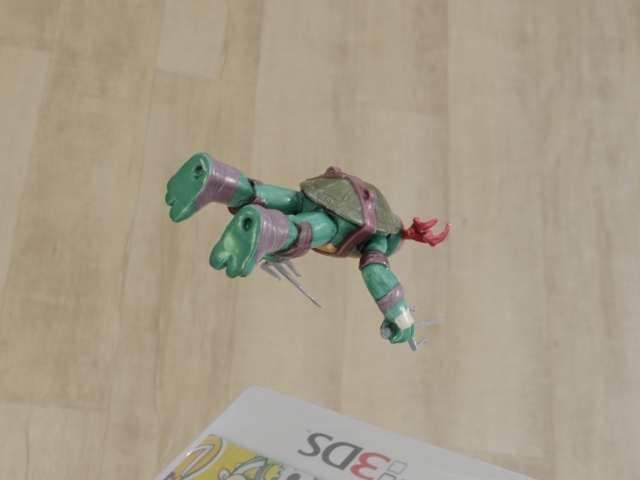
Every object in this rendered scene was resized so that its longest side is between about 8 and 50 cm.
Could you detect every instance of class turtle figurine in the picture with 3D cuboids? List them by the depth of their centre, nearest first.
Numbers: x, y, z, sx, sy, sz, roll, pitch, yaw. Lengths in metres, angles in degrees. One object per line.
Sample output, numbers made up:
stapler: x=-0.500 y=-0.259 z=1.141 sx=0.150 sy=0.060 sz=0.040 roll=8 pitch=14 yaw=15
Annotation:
turtle figurine: x=0.000 y=0.000 z=0.870 sx=0.234 sy=0.175 sz=0.118 roll=17 pitch=94 yaw=-46

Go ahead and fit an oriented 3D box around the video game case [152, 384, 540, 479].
video game case: x=-0.031 y=0.144 z=0.337 sx=0.227 sy=0.206 sz=0.026 roll=-43 pitch=121 yaw=-28
